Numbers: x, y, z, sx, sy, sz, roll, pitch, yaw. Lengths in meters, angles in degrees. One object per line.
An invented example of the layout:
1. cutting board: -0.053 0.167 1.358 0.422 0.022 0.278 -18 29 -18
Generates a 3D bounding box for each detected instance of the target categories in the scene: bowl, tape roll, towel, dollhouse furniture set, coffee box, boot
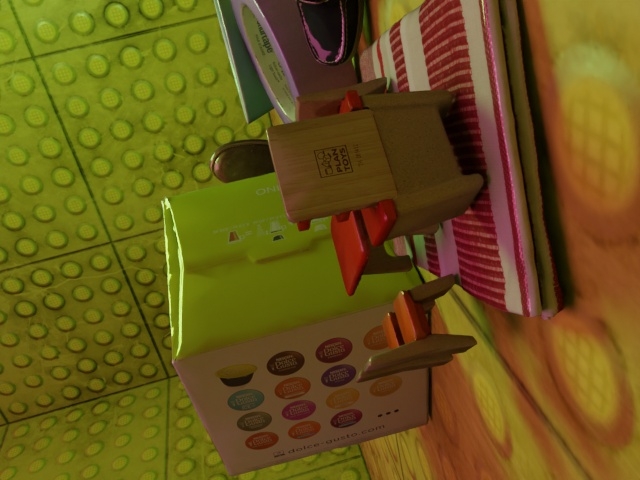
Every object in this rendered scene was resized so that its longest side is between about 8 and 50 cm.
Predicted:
1. bowl: -0.105 -0.397 1.149 0.311 0.163 0.312 165 90 -86
2. tape roll: -0.041 -0.283 0.903 0.275 0.090 0.275 62 174 12
3. towel: 0.104 -0.080 0.523 0.329 0.037 0.237 -139 37 -78
4. dollhouse furniture set: 0.030 -0.019 0.515 0.259 0.135 0.262 98 158 -70
5. coffee box: -0.042 0.113 0.961 0.338 0.337 0.335 -109 7 -46
6. boot: -0.069 -0.112 1.171 0.112 0.305 0.115 -58 38 25
7. boot: -0.031 -0.281 0.625 0.179 0.085 0.237 -48 -40 -45
